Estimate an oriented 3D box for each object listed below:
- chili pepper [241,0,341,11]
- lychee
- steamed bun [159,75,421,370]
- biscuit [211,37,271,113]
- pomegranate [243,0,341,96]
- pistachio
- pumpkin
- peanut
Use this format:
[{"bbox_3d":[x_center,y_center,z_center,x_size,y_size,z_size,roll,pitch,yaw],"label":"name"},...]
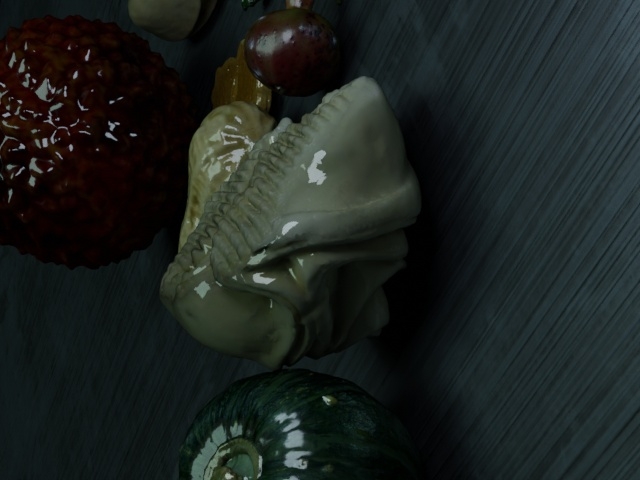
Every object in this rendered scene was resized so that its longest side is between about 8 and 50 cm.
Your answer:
[{"bbox_3d":[-0.050,-0.392,1.668,0.279,0.065,0.122,-159,63,-65],"label":"chili pepper"},{"bbox_3d":[-0.402,-0.159,1.952,0.500,0.424,0.424,81,-168,-85],"label":"lychee"},{"bbox_3d":[-0.006,0.003,1.340,0.310,0.219,0.324,-25,30,52],"label":"steamed bun"},{"bbox_3d":[-0.119,-0.225,1.801,0.225,0.036,0.166,163,111,-64],"label":"biscuit"},{"bbox_3d":[-0.027,-0.265,1.535,0.159,0.129,0.129,-64,31,14],"label":"pomegranate"},{"bbox_3d":[-0.251,-0.425,2.010,0.152,0.126,0.223,58,144,-2],"label":"pistachio"},{"bbox_3d":[-0.022,0.250,1.293,0.293,0.263,0.197,-28,49,43],"label":"pumpkin"},{"bbox_3d":[-0.125,-0.035,1.669,0.153,0.140,0.325,14,100,46],"label":"peanut"}]
